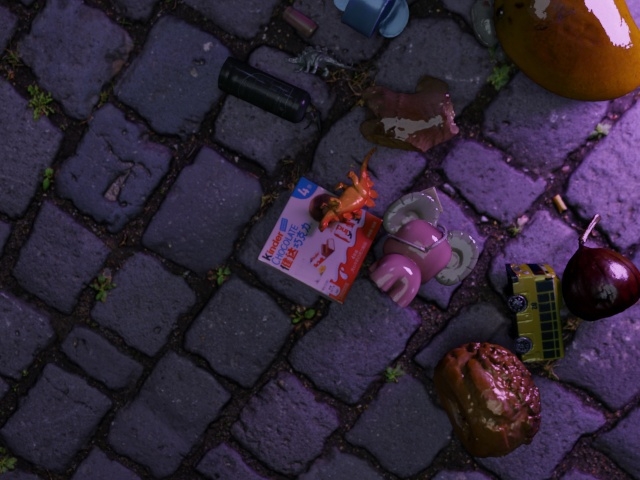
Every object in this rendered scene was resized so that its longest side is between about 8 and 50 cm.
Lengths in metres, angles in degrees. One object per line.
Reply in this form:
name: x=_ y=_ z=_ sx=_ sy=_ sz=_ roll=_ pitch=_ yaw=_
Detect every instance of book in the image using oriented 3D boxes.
book: x=0.278 y=-0.096 z=1.976 sx=0.111 sy=0.014 sz=0.077 roll=-20 pitch=99 yaw=12

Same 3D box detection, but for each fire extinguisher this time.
fire extinguisher: x=-0.127 y=-0.390 z=1.930 sx=0.311 sy=0.095 sz=0.114 roll=24 pitch=128 yaw=3

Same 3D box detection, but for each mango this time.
mango: x=0.622 y=-0.509 z=1.724 sx=0.445 sy=0.220 sz=0.301 roll=27 pitch=101 yaw=-19

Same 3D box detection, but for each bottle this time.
bottle: x=-0.056 y=-0.586 z=1.897 sx=0.096 sy=0.045 sz=0.045 roll=36 pitch=105 yaw=0

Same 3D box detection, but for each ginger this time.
ginger: x=0.237 y=-0.340 z=1.872 sx=0.275 sy=0.130 sz=0.221 roll=23 pitch=95 yaw=4

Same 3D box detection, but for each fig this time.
fig: x=0.721 y=0.086 z=1.873 sx=0.203 sy=0.186 sz=0.249 roll=-31 pitch=89 yaw=32

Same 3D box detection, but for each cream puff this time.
cream puff: x=0.462 y=0.428 z=1.918 sx=0.231 sy=0.327 sz=0.343 roll=-24 pitch=136 yaw=-10

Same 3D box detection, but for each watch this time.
watch: x=0.135 y=-0.616 z=1.785 sx=0.211 sy=0.193 sz=0.211 roll=2 pitch=105 yaw=7

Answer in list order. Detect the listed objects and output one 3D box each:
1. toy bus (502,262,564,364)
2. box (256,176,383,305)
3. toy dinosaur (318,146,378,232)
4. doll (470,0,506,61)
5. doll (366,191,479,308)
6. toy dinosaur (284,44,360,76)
toy bus: x=0.586 y=0.192 z=1.940 sx=0.150 sy=0.128 sz=0.262 roll=-8 pitch=103 yaw=9
box: x=0.000 y=0.000 z=1.944 sx=0.265 sy=0.048 sz=0.273 roll=27 pitch=73 yaw=-3
toy dinosaur: x=0.097 y=-0.123 z=1.940 sx=0.117 sy=0.070 sz=0.288 roll=42 pitch=74 yaw=-10
doll: x=0.440 y=-0.565 z=1.816 sx=0.103 sy=0.071 sz=0.214 roll=-20 pitch=91 yaw=-12
doll: x=0.266 y=0.035 z=1.908 sx=0.284 sy=0.216 sz=0.268 roll=42 pitch=98 yaw=-6
toy dinosaur: x=0.005 y=-0.486 z=1.914 sx=0.209 sy=0.039 sz=0.082 roll=10 pitch=103 yaw=5
